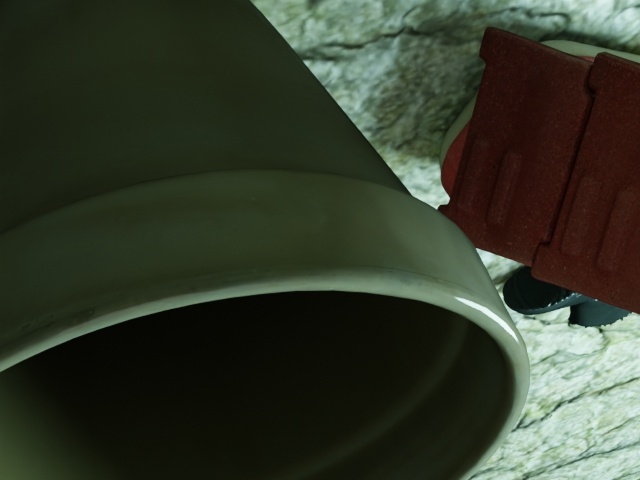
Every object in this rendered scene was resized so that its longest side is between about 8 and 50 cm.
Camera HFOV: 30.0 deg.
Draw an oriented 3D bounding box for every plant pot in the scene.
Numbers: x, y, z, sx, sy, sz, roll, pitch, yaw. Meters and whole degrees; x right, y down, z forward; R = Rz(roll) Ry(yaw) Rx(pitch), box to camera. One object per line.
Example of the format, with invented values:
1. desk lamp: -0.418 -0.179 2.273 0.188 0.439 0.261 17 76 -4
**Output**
1. plant pot: -0.085 0.006 0.644 0.323 0.280 0.323 -12 145 -8

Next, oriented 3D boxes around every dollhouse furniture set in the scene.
1. dollhouse furniture set: 0.225 -0.150 0.620 0.201 0.152 0.374 5 105 -41

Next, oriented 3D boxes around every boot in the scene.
1. boot: 0.226 0.049 1.060 0.121 0.045 0.099 -23 149 6

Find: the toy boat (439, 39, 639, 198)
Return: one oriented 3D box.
1. toy boat: 0.206 -0.038 0.831 0.231 0.151 0.151 4 140 -29
